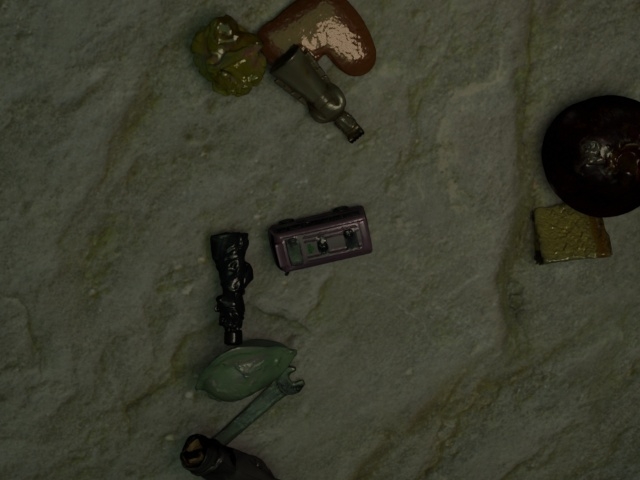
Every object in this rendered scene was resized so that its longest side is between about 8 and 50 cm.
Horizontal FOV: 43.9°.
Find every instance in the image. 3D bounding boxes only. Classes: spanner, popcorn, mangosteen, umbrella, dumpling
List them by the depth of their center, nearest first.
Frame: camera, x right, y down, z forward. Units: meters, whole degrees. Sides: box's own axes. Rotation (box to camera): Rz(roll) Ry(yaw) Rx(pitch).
[{"bbox_3d":[-0.167,-0.336,1.459,0.126,0.126,0.145,-17,89,-24],"label":"popcorn"},{"bbox_3d":[0.536,-0.153,1.463,0.236,0.261,0.235,0,105,0],"label":"mangosteen"},{"bbox_3d":[-0.171,0.095,1.567,0.080,0.071,0.224,-4,79,2],"label":"umbrella"},{"bbox_3d":[-0.153,0.261,1.596,0.217,0.149,0.104,-26,87,5],"label":"dumpling"},{"bbox_3d":[-0.156,0.375,1.695,0.302,0.017,0.071,-41,103,8],"label":"spanner"}]

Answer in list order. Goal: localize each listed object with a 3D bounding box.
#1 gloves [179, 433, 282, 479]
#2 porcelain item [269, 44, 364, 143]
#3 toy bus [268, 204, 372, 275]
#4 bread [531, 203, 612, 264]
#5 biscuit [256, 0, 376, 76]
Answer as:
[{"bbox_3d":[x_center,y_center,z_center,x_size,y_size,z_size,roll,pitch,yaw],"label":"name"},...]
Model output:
[{"bbox_3d":[-0.171,0.498,1.671,0.142,0.119,0.285,-25,119,26],"label":"gloves"},{"bbox_3d":[0.004,-0.269,1.497,0.084,0.054,0.213,-37,119,21],"label":"porcelain item"},{"bbox_3d":[0.000,0.000,1.556,0.199,0.108,0.096,-13,105,1],"label":"toy bus"},{"bbox_3d":[0.496,-0.004,1.564,0.147,0.152,0.127,-8,104,9],"label":"bread"},{"bbox_3d":[-0.003,-0.365,1.498,0.192,0.036,0.186,-34,106,7],"label":"biscuit"}]
